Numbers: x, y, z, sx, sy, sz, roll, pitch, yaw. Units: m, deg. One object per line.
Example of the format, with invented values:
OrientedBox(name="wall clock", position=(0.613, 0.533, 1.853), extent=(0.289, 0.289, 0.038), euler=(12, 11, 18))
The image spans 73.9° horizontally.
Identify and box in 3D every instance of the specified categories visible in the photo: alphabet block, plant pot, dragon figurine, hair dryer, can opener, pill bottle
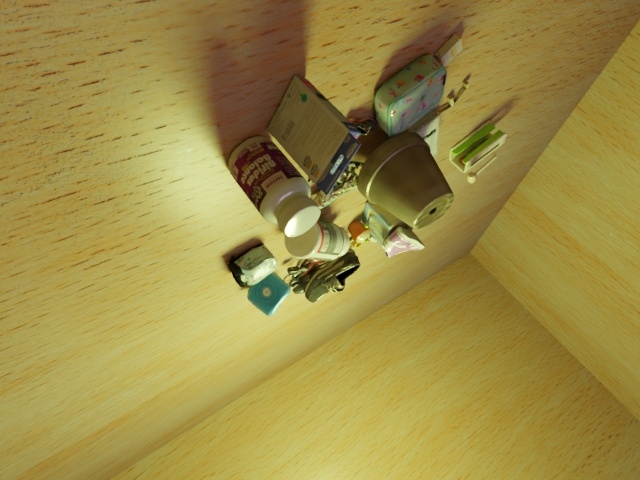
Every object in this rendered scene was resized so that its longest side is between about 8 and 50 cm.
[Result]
OrientedBox(name="alphabet block", position=(0.348, -0.119, 2.125), extent=(0.197, 0.192, 0.193), euler=(-31, 156, -20))
OrientedBox(name="plant pot", position=(0.350, -0.204, 1.636), extent=(0.323, 0.280, 0.323), euler=(-28, 152, -16))
OrientedBox(name="dragon figurine", position=(0.067, -0.280, 1.594), extent=(0.289, 0.144, 0.085), euler=(-43, 162, -43))
OrientedBox(name="hair dryer", position=(-0.057, 0.108, 2.123), extent=(0.293, 0.080, 0.223), euler=(-25, 168, -16))
OrientedBox(name="can opener", position=(-0.030, 0.211, 2.266), extent=(0.283, 0.095, 0.076), euler=(-19, 150, -24))
OrientedBox(name="pill bottle", position=(0.000, 0.000, 1.862), extent=(0.176, 0.176, 0.318), euler=(-48, 154, 19))
OrientedBox(name="pill bottle", position=(-0.134, -0.158, 1.266), extent=(0.169, 0.301, 0.169), euler=(-31, 154, -17))

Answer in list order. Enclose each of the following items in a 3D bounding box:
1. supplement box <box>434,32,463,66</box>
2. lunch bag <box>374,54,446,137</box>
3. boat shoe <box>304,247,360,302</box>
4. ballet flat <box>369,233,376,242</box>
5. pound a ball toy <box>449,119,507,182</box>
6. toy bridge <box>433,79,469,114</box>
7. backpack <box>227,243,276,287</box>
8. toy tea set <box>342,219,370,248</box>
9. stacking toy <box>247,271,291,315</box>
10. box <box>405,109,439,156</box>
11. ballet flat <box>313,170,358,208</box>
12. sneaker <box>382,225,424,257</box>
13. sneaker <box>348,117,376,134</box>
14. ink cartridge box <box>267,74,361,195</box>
OrientedBox(name="supplement box", position=(0.461, -0.680, 1.523), extent=(0.098, 0.036, 0.062), euler=(-44, 155, 10))
OrientedBox(name="lunch bag", position=(0.329, -0.513, 1.536), extent=(0.279, 0.108, 0.224), euler=(-36, 155, -7))
OrientedBox(name="boat shoe", position=(0.059, 0.195, 2.146), extent=(0.355, 0.130, 0.132), euler=(-49, 140, 15))
OrientedBox(name="ballet flat", position=(0.290, -0.011, 2.371), extent=(0.057, 0.052, 0.168), euler=(-49, 154, 20))
OrientedBox(name="pound a ball toy", position=(0.827, -0.443, 2.215), extent=(0.319, 0.208, 0.136), euler=(-38, 155, -5))
OrientedBox(name="toy bridge", position=(0.553, -0.592, 1.807), extent=(0.188, 0.026, 0.063), euler=(-43, 156, 10))
OrientedBox(name="backpack", position=(-0.272, 0.104, 1.739), extent=(0.182, 0.115, 0.152), euler=(-33, 152, -19))
OrientedBox(name="toy tea set", position=(0.172, 0.033, 2.213), extent=(0.200, 0.124, 0.336), euler=(-35, 155, -9))
OrientedBox(name="stacking toy", position=(-0.213, 0.252, 2.055), extent=(0.175, 0.165, 0.302), euler=(-52, 166, 1))
OrientedBox(name="box", position=(0.418, -0.426, 1.826), extent=(0.169, 0.087, 0.290), euler=(-38, 156, -2))
OrientedBox(name="ballet flat", position=(0.058, -0.214, 1.723), extent=(0.241, 0.091, 0.077), euler=(-33, 124, -23))
OrientedBox(name="sneaker", position=(0.399, 0.022, 2.109), extent=(0.161, 0.102, 0.282), euler=(-45, 144, 20))
OrientedBox(name="sneaker", position=(0.154, -0.401, 1.536), extent=(0.158, 0.065, 0.061), euler=(-15, 146, -41))
OrientedBox(name="ink cartridge box", position=(-0.013, -0.294, 1.193), extent=(0.065, 0.311, 0.186), euler=(-6, 140, -48))
